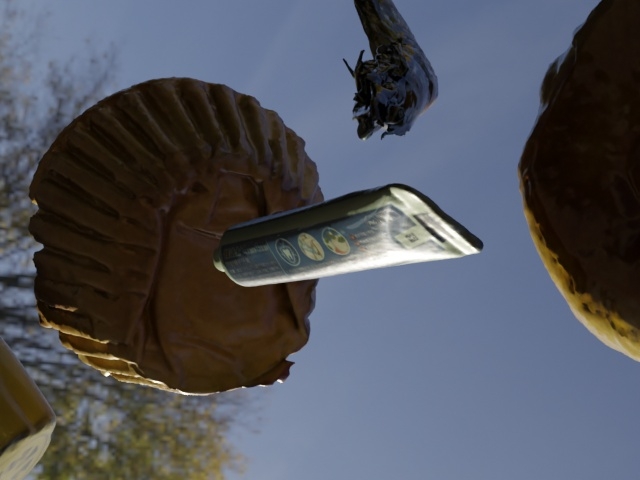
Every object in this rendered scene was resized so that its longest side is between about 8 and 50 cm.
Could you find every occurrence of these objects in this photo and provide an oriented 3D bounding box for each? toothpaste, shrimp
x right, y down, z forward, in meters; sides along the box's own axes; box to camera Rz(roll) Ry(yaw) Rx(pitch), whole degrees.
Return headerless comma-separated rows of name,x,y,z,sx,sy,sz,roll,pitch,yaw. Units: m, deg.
toothpaste,0.000,0.000,0.638,0.197,0.057,0.034,-11,-132,53
shrimp,0.017,-0.163,0.892,0.051,0.198,0.262,-32,-170,20

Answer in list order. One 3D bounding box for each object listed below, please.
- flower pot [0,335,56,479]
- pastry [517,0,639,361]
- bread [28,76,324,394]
flower pot,-0.335,0.148,1.062,0.179,0.195,0.195,39,-57,9
pastry,0.308,-0.061,0.910,0.356,0.164,0.356,-9,-104,43
bread,-0.109,-0.001,1.038,0.149,0.274,0.274,21,-79,64
